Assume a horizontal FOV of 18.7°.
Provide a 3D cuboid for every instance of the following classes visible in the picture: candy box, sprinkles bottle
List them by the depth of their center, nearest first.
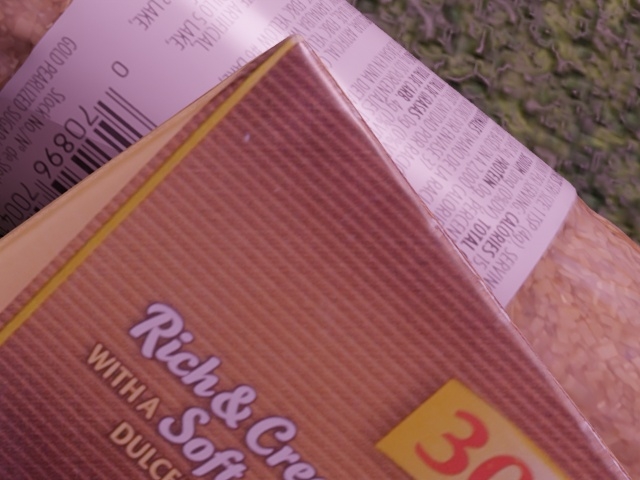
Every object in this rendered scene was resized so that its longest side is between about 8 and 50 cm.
[{"bbox_3d":[-0.079,0.122,0.430,0.316,0.087,0.183,-36,86,-4],"label":"candy box"},{"bbox_3d":[0.000,0.000,0.551,0.355,0.121,0.121,39,61,-3],"label":"sprinkles bottle"}]
